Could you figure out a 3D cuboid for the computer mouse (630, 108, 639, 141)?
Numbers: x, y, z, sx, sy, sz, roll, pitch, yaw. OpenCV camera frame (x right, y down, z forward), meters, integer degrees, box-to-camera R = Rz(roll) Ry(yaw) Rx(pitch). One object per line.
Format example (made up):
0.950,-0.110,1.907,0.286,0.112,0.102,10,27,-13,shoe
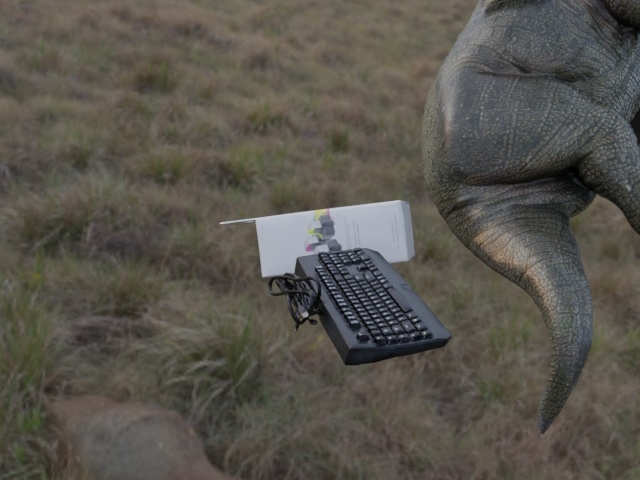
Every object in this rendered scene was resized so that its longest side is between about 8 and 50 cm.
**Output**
0.286,-0.109,0.510,0.272,0.188,0.072,-10,42,-29,computer mouse

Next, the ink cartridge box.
0.000,0.000,0.852,0.181,0.062,0.104,-6,0,11,ink cartridge box

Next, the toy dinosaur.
0.115,-0.069,0.405,0.160,0.313,0.121,10,-9,23,toy dinosaur

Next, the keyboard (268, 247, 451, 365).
0.018,0.034,0.614,0.100,0.038,0.192,-13,18,-9,keyboard
